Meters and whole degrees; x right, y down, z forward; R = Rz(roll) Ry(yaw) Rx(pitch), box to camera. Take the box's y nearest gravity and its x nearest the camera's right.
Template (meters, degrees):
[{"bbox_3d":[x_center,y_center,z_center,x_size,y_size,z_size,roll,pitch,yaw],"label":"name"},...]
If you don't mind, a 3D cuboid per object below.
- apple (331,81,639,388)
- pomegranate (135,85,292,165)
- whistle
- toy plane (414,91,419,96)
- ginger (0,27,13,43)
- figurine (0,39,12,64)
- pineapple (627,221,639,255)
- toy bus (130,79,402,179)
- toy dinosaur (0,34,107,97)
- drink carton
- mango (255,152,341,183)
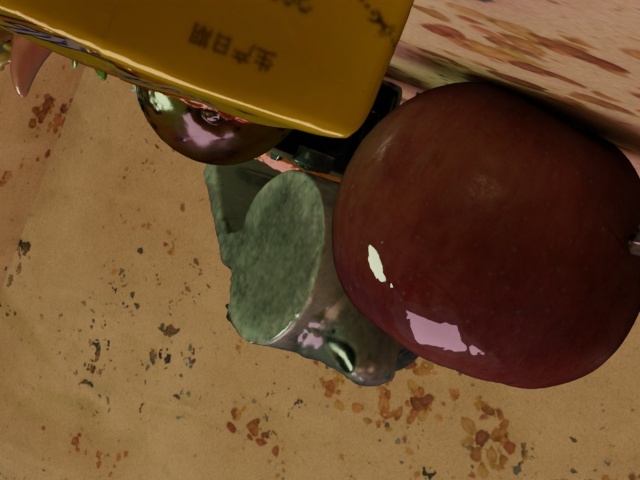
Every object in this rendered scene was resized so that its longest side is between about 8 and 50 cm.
[{"bbox_3d":[0.154,-0.008,1.073,0.305,0.235,0.306,22,-173,-3],"label":"apple"},{"bbox_3d":[-0.079,-0.156,1.076,0.159,0.159,0.205,22,-152,4],"label":"pomegranate"},{"bbox_3d":[-0.016,0.023,1.333,0.168,0.188,0.404,16,-177,-31],"label":"whistle"},{"bbox_3d":[0.123,-0.129,1.402,0.053,0.078,0.197,24,169,3],"label":"toy plane"},{"bbox_3d":[-0.418,-0.311,1.303,0.218,0.123,0.270,1,162,40],"label":"ginger"},{"bbox_3d":[-0.476,-0.341,1.489,0.160,0.183,0.226,-17,150,10],"label":"figurine"},{"bbox_3d":[0.364,0.055,0.911,0.272,0.262,0.262,47,-167,19],"label":"pineapple"},{"bbox_3d":[-0.060,-0.164,1.311,0.276,0.134,0.164,20,-177,-43],"label":"toy bus"},{"bbox_3d":[-0.286,-0.238,1.211,0.177,0.194,0.152,-9,-148,-38],"label":"toy dinosaur"},{"bbox_3d":[-0.061,-0.121,0.523,0.154,0.111,0.351,20,-177,-10],"label":"drink carton"},{"bbox_3d":[-0.060,-0.174,1.650,0.350,0.201,0.199,29,147,-3],"label":"mango"}]
